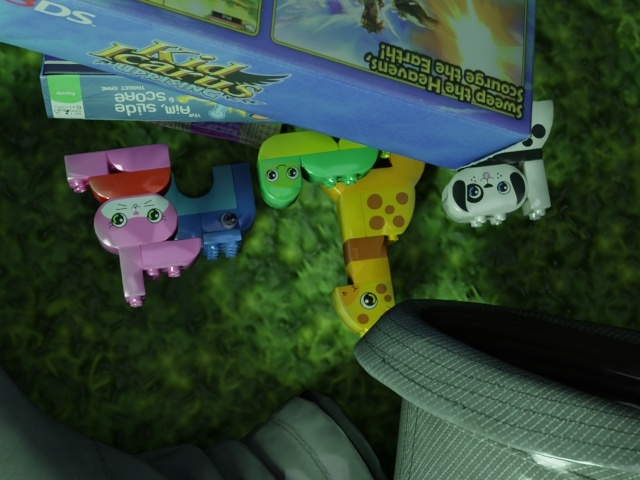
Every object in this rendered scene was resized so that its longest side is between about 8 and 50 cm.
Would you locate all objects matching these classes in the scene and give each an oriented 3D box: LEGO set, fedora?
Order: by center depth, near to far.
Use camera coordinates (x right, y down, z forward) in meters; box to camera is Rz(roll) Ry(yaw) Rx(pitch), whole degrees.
[{"bbox_3d":[0.140,0.114,0.685,0.276,0.244,0.124,10,98,-23],"label":"fedora"},{"bbox_3d":[0.000,0.000,0.740,0.227,0.087,0.093,-7,81,-6],"label":"LEGO set"}]

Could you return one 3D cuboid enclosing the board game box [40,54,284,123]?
[{"bbox_3d":[-0.023,-0.119,0.722,0.201,0.035,0.136,2,60,-2],"label":"board game box"}]

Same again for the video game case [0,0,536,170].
[{"bbox_3d":[-0.033,-0.177,0.617,0.270,0.061,0.244,14,70,-27],"label":"video game case"}]

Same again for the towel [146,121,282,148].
[{"bbox_3d":[-0.056,-0.082,0.771,0.083,0.009,0.060,13,90,-7],"label":"towel"}]

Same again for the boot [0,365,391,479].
[{"bbox_3d":[-0.085,0.115,0.715,0.223,0.118,0.338,-24,98,-29],"label":"boot"}]
